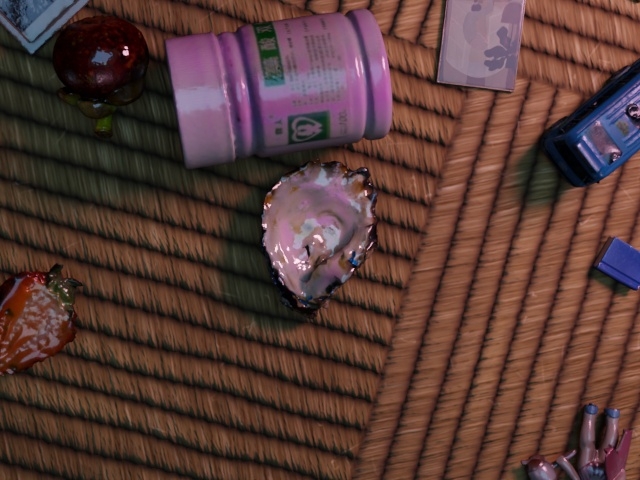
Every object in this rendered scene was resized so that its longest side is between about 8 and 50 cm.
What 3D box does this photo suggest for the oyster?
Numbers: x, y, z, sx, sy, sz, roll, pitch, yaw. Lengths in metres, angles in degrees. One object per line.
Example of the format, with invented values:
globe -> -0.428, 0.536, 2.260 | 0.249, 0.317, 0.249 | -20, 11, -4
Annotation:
oyster -> -0.001, -0.001, 1.816 | 0.198, 0.092, 0.259 | 1, 85, -7

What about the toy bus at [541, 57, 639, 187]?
toy bus -> 0.494, -0.199, 1.837 | 0.246, 0.134, 0.113 | -39, 97, -4

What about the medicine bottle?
medicine bottle -> -0.067, -0.236, 1.727 | 0.326, 0.212, 0.212 | -9, 95, -5

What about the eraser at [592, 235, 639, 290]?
eraser -> 0.519, 0.039, 1.909 | 0.085, 0.027, 0.063 | 30, 89, -8

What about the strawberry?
strawberry -> -0.457, 0.122, 1.765 | 0.141, 0.085, 0.192 | 8, 98, -15

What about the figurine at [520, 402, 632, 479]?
figurine -> 0.446, 0.406, 1.889 | 0.205, 0.103, 0.260 | 11, 83, -9

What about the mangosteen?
mangosteen -> -0.332, -0.263, 1.737 | 0.146, 0.156, 0.181 | -42, 129, -27

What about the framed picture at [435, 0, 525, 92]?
framed picture -> 0.271, -0.355, 1.860 | 0.136, 0.010, 0.200 | 6, 93, -8

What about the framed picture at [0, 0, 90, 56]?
framed picture -> -0.482, -0.460, 1.755 | 0.281, 0.019, 0.209 | 44, 88, -8
